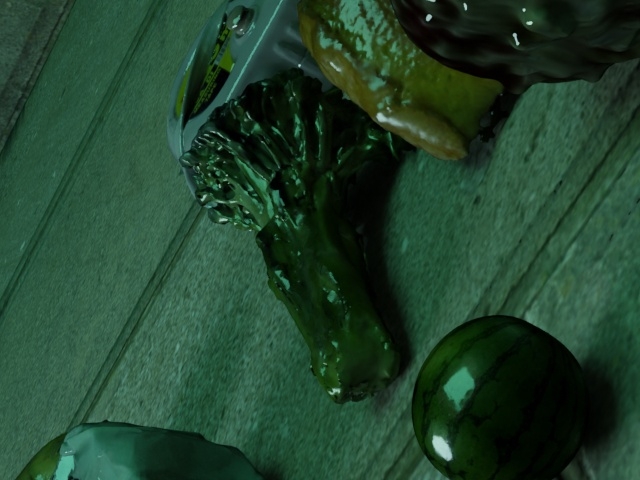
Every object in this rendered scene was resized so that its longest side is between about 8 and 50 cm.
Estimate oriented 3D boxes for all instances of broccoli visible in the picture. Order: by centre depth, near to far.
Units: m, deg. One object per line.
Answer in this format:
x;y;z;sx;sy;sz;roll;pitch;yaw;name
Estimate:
-0.007;0.003;1.210;0.165;0.145;0.304;-61;33;31;broccoli

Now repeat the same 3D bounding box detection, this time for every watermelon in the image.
0.097;0.094;0.875;0.109;0.109;0.109;-52;25;37;watermelon

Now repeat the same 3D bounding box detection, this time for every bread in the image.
0.053;-0.164;1.193;0.129;0.134;0.260;-61;21;17;bread

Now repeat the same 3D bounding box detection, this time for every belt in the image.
-0.145;0.264;1.241;0.207;0.150;0.257;32;101;61;belt

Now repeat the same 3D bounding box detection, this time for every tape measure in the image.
-0.065;-0.147;1.497;0.236;0.120;0.197;-61;26;5;tape measure

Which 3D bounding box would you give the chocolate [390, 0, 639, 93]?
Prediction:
0.149;-0.213;0.892;0.340;0.225;0.210;-39;47;54;chocolate

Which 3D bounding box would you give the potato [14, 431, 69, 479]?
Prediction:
-0.225;0.294;1.433;0.169;0.143;0.248;46;-125;-70;potato
